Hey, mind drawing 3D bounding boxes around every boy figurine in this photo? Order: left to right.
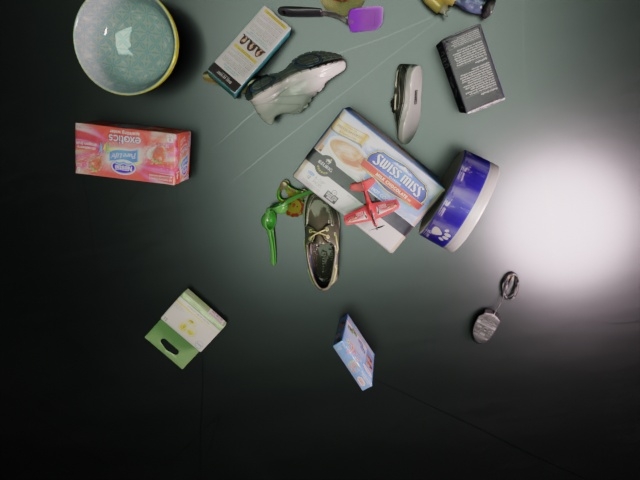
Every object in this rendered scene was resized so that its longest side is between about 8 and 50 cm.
[{"bbox_3d":[0.334,-0.695,1.603,0.285,0.092,0.177,22,107,-3],"label":"boy figurine"}]

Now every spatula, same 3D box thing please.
[{"bbox_3d":[0.025,-0.623,1.676,0.296,0.084,0.030,10,62,10],"label":"spatula"}]

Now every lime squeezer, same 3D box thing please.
[{"bbox_3d":[-0.118,-0.066,1.793,0.110,0.058,0.310,49,127,23],"label":"lime squeezer"}]

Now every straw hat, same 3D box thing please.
[{"bbox_3d":[0.055,-0.687,1.650,0.144,0.061,0.145,1,103,6],"label":"straw hat"}]

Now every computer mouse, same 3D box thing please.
[{"bbox_3d":[0.528,0.203,1.826,0.071,0.041,0.242,29,98,0],"label":"computer mouse"}]

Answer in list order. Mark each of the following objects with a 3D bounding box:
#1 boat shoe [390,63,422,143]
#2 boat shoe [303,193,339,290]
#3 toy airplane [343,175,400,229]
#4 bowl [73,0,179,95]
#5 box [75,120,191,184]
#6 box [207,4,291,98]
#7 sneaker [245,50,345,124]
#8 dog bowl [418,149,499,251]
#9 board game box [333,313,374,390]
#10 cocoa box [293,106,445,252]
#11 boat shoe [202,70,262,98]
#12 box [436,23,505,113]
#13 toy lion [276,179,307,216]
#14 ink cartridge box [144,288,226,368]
[{"bbox_3d":[0.237,-0.384,1.702,0.070,0.077,0.220,19,112,37],"label":"boat shoe"},{"bbox_3d":[0.005,0.000,1.793,0.109,0.091,0.305,-3,107,5],"label":"boat shoe"},{"bbox_3d":[0.122,-0.096,1.559,0.151,0.028,0.151,1,104,5],"label":"toy airplane"},{"bbox_3d":[-0.519,-0.552,1.695,0.289,0.156,0.290,1,103,6],"label":"bowl"},{"bbox_3d":[-0.547,-0.259,1.775,0.299,0.142,0.154,8,105,4],"label":"box"},{"bbox_3d":[-0.196,-0.522,1.677,0.100,0.060,0.244,40,85,-3],"label":"box"},{"bbox_3d":[-0.062,-0.436,1.711,0.297,0.111,0.129,-25,130,2],"label":"sneaker"},{"bbox_3d":[0.373,-0.108,1.647,0.104,0.265,0.265,28,105,1],"label":"dog bowl"},{"bbox_3d":[0.103,0.329,1.807,0.039,0.211,0.160,-31,98,12],"label":"board game box"},{"bbox_3d":[0.137,-0.177,1.673,0.347,0.231,0.228,38,105,-3],"label":"cocoa box"},{"bbox_3d":[-0.247,-0.443,1.741,0.189,0.068,0.072,10,116,4],"label":"boat shoe"},{"bbox_3d":[0.399,-0.454,1.621,0.108,0.153,0.207,-21,101,10],"label":"box"},{"bbox_3d":[-0.088,-0.121,1.818,0.100,0.034,0.096,27,112,0],"label":"toy lion"},{"bbox_3d":[-0.441,0.294,1.942,0.171,0.056,0.235,42,102,-5],"label":"ink cartridge box"}]
